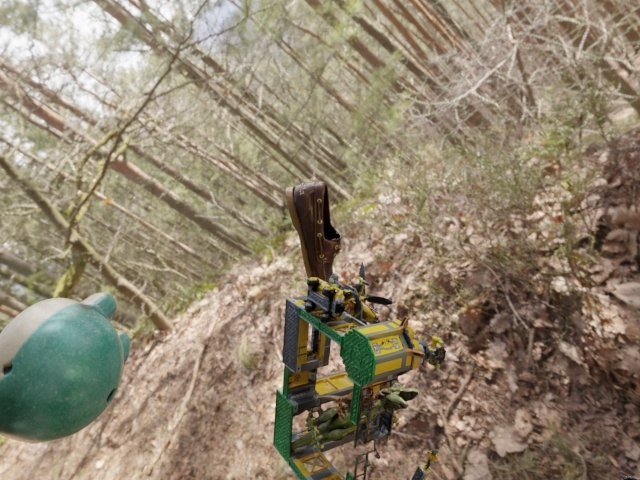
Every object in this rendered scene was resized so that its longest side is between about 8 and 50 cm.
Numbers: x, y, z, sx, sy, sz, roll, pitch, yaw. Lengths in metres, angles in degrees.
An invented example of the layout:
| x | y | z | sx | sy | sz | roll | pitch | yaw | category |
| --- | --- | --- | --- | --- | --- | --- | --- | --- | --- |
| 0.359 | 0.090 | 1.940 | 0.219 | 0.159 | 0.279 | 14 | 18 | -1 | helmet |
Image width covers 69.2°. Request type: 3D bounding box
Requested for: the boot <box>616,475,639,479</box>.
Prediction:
| x | y | z | sx | sy | sz | roll | pitch | yaw | category |
| --- | --- | --- | --- | --- | --- | --- | --- | --- | --- |
| 0.838 | 0.692 | 1.195 | 0.246 | 0.208 | 0.094 | 93 | -164 | -54 | boot |

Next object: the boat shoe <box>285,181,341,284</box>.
| x | y | z | sx | sy | sz | roll | pitch | yaw | category |
| --- | --- | --- | --- | --- | --- | --- | --- | --- | --- |
| 0.000 | 0.000 | 0.791 | 0.073 | 0.206 | 0.073 | -10 | 25 | 10 | boat shoe |

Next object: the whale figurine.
| x | y | z | sx | sy | sz | roll | pitch | yaw | category |
| --- | --- | --- | --- | --- | --- | --- | --- | --- | --- |
| -0.325 | 0.181 | 0.640 | 0.272 | 0.141 | 0.216 | 85 | -152 | -75 | whale figurine |

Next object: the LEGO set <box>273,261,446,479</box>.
| x | y | z | sx | sy | sz | roll | pitch | yaw | category |
| --- | --- | --- | --- | --- | --- | --- | --- | --- | --- |
| 0.072 | 0.205 | 0.629 | 0.255 | 0.192 | 0.330 | 10 | 103 | 56 | LEGO set |
